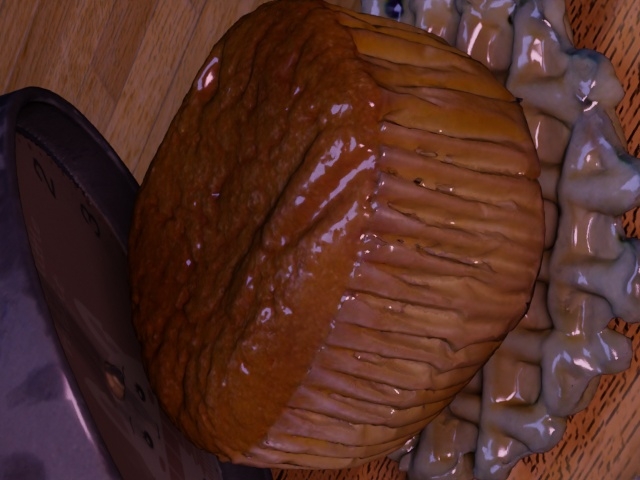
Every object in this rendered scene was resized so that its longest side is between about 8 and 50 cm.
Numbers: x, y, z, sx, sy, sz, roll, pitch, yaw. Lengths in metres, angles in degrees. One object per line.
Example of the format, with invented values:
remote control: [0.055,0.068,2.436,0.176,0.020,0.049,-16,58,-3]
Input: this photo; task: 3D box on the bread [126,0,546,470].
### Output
bread: [0.000,0.000,0.921,0.253,0.142,0.227,-58,38,37]

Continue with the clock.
clock: [-0.128,0.087,1.023,0.076,0.386,0.386,-24,61,7]

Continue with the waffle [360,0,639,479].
waffle: [0.079,-0.015,0.977,0.292,0.056,0.309,-53,48,37]

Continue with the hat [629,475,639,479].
hat: [0.231,0.151,0.707,0.236,0.107,0.286,120,143,-46]
